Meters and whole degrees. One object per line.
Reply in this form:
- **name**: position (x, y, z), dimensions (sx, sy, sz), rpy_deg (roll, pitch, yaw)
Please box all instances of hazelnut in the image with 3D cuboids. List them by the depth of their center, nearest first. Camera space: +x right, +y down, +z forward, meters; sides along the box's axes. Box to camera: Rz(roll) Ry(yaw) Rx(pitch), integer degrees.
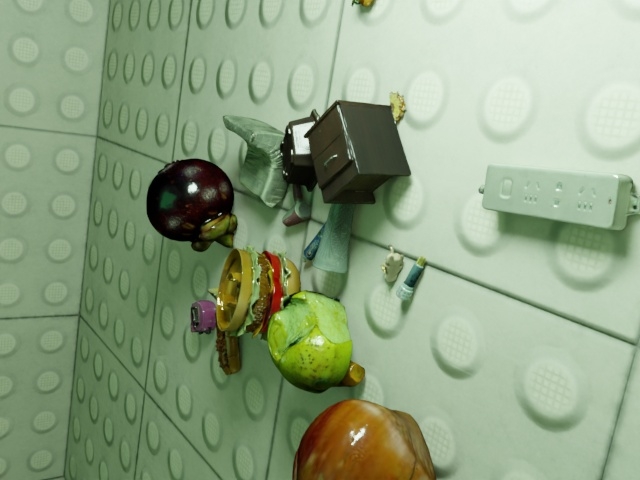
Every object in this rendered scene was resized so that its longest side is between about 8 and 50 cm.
- **hazelnut**: position (0.079, 0.527, 1.430), dimensions (0.315, 0.372, 0.372), rpy_deg (27, 114, 20)

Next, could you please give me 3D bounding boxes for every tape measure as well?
- **tape measure**: position (-0.421, 0.277, 2.331), dimensions (0.118, 0.074, 0.125), rpy_deg (-17, 78, 51)

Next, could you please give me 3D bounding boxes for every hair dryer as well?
- **hair dryer**: position (-0.071, -0.124, 1.908), dimensions (0.106, 0.054, 0.154), rpy_deg (-23, 60, 55)

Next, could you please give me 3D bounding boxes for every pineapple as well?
- **pineapple**: position (0.188, -0.325, 1.580), dimensions (0.045, 0.019, 0.083), rpy_deg (-12, 80, 59)

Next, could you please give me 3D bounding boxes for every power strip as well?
- **power strip**: position (0.427, -0.088, 1.218), dimensions (0.338, 0.058, 0.098), rpy_deg (16, 102, 53)

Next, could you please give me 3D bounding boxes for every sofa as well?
- **sofa**: position (-0.200, -0.242, 1.965), dimensions (0.210, 0.176, 0.225), rpy_deg (41, 120, 46)

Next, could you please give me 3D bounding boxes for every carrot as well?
- **carrot**: position (0.023, 0.366, 1.743), dimensions (0.260, 0.070, 0.070), rpy_deg (-25, 69, 52)

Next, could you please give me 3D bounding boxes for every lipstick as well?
- **lipstick**: position (0.216, 0.085, 1.519), dimensions (0.037, 0.037, 0.116), rpy_deg (46, 119, 44)

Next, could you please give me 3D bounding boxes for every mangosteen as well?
- **mangosteen**: position (-0.414, -0.107, 2.178), dimensions (0.347, 0.307, 0.307), rpy_deg (55, 137, 0)

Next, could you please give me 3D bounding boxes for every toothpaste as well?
- **toothpaste**: position (0.000, 0.000, 1.810), dimensions (0.057, 0.035, 0.197), rpy_deg (55, 131, 18)

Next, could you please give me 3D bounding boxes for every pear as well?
- **pear**: position (-0.042, 0.291, 1.676), dimensions (0.238, 0.164, 0.255), rpy_deg (-50, 30, 26)

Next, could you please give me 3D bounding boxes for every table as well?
- **table**: position (0.084, -0.208, 1.575), dimensions (0.169, 0.172, 0.193), rpy_deg (-38, 60, 53)

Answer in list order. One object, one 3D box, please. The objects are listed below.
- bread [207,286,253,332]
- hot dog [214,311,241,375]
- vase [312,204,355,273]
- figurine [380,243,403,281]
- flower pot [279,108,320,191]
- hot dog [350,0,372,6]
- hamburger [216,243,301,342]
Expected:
- **bread**: position (-0.275, 0.209, 2.064), dimensions (0.140, 0.160, 0.169), rpy_deg (27, 110, 50)
- **hot dog**: position (-0.320, 0.329, 2.192), dimensions (0.102, 0.076, 0.249), rpy_deg (-11, 81, 56)
- **vase**: position (0.047, -0.031, 1.703), dimensions (0.096, 0.096, 0.219), rpy_deg (23, 105, 51)
- **figurine**: position (0.170, 0.056, 1.576), dimensions (0.050, 0.047, 0.083), rpy_deg (-115, 35, -52)
- **flower pot**: position (-0.057, -0.240, 1.772), dimensions (0.251, 0.084, 0.179), rpy_deg (131, 132, -73)
- **hot dog**: position (0.135, -0.670, 1.629), dimensions (0.072, 0.055, 0.188), rpy_deg (56, 131, 42)
- **hamburger**: position (-0.167, 0.155, 1.874), dimensions (0.274, 0.212, 0.274), rpy_deg (-168, 90, -67)
